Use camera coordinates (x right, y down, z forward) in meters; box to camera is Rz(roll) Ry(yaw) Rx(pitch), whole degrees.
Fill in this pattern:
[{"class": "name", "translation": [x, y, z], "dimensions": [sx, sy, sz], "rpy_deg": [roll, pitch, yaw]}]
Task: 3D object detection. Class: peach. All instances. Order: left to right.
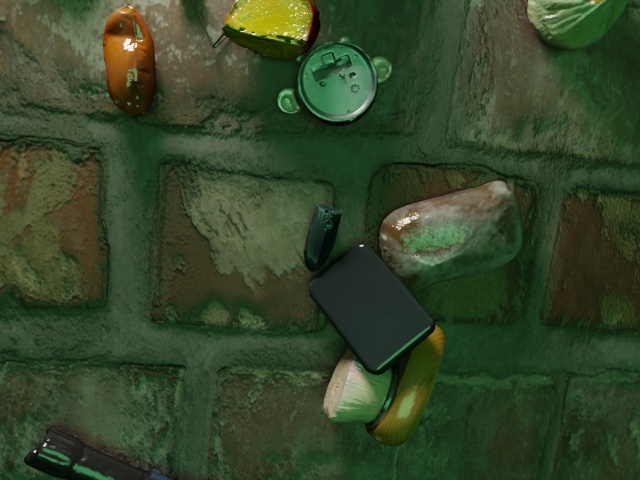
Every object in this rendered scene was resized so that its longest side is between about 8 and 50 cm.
[{"class": "peach", "translation": [-0.085, -0.381, 0.953], "dimensions": [0.172, 0.092, 0.127], "rpy_deg": [-14, 91, 0]}]

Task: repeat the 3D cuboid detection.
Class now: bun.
[{"class": "bun", "translation": [0.499, -0.467, 1.021], "dimensions": [0.195, 0.118, 0.195], "rpy_deg": [-2, 99, -11]}]

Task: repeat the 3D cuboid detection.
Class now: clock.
[{"class": "clock", "translation": [0.029, -0.294, 1.007], "dimensions": [0.229, 0.063, 0.155], "rpy_deg": [-19, 105, -6]}]

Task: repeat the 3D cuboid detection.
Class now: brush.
[{"class": "brush", "translation": [0.131, 0.268, 1.093], "dimensions": [0.166, 0.174, 0.266], "rpy_deg": [28, 88, -4]}]

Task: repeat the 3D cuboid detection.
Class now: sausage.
[{"class": "sausage", "translation": [-0.332, -0.310, 0.938], "dimensions": [0.089, 0.089, 0.179], "rpy_deg": [0, 98, -9]}]

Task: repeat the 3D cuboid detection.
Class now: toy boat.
[{"class": "toy boat", "translation": [0.000, 0.000, 1.066], "dimensions": [0.055, 0.060, 0.141], "rpy_deg": [12, 106, -11]}]

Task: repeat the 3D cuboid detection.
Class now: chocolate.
[{"class": "chocolate", "translation": [0.276, -0.002, 1.094], "dimensions": [0.303, 0.100, 0.185], "rpy_deg": [-17, 101, -9]}]

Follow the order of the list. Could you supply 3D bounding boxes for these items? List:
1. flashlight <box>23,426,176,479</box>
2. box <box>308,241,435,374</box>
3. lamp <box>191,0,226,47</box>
[{"class": "flashlight", "translation": [-0.379, 0.499, 1.085], "dimensions": [0.424, 0.103, 0.103], "rpy_deg": [31, 95, -14]}, {"class": "box", "translation": [0.095, 0.129, 1.046], "dimensions": [0.160, 0.050, 0.230], "rpy_deg": [-39, 64, 0]}, {"class": "lamp", "translation": [-0.211, -0.410, 0.960], "dimensions": [0.054, 0.041, 0.121], "rpy_deg": [-38, 102, 8]}]
